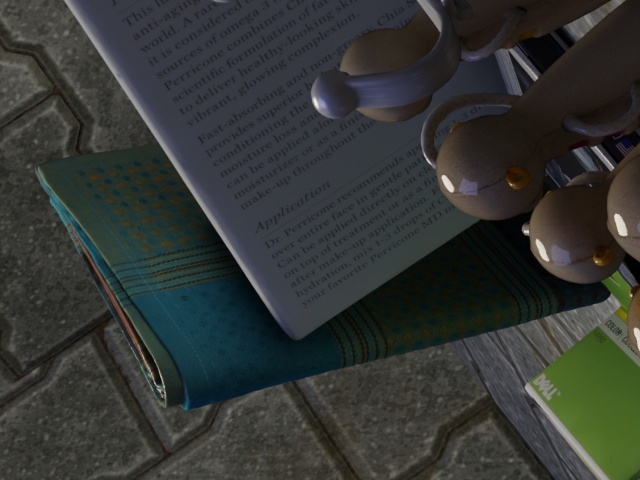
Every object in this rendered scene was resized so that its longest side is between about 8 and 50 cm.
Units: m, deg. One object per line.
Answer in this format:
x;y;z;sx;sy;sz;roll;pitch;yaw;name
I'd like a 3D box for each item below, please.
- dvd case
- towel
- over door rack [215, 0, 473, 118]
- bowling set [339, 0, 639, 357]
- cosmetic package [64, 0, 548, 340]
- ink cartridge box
0.184;-0.022;1.117;0.239;0.029;0.179;55;178;28;dvd case
0.000;0.000;1.442;0.271;0.370;0.040;54;145;41;towel
-0.040;-0.228;0.751;0.324;0.108;0.239;-102;-8;-47;over door rack
0.141;-0.009;0.725;0.200;0.154;0.287;57;177;-23;bowling set
-0.036;-0.163;1.202;0.161;0.230;0.453;54;176;42;cosmetic package
0.198;0.101;1.255;0.255;0.097;0.189;49;-178;-21;ink cartridge box
